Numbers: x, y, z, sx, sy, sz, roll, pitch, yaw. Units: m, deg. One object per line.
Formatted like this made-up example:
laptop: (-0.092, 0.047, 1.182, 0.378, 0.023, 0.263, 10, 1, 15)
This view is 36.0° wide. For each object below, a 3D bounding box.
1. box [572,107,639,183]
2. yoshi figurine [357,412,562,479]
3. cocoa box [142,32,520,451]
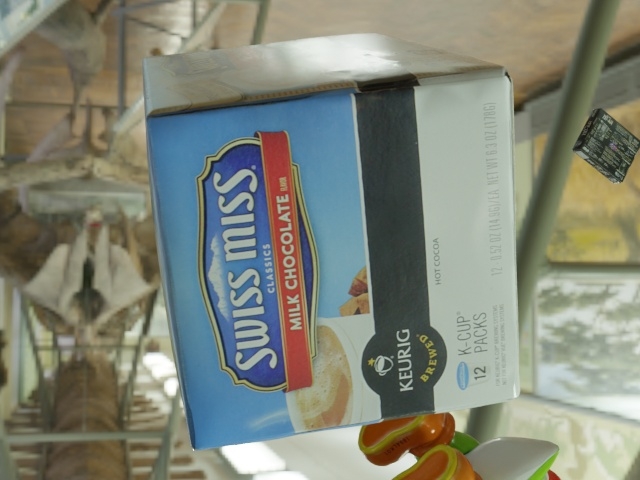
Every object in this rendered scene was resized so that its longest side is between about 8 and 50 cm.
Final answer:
box: (0.384, -0.126, 1.317, 0.083, 0.067, 0.018, 33, 168, -20)
yoshi figurine: (0.181, 0.329, 1.073, 0.362, 0.203, 0.203, 39, 155, -28)
cocoa box: (-0.015, -0.028, 0.768, 0.228, 0.231, 0.347, -7, -163, -8)
